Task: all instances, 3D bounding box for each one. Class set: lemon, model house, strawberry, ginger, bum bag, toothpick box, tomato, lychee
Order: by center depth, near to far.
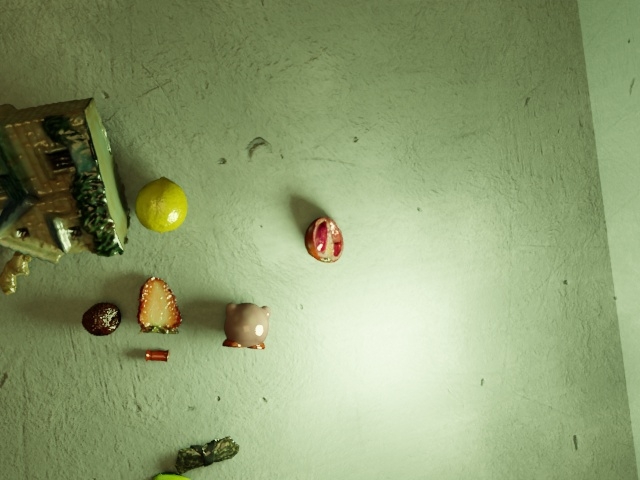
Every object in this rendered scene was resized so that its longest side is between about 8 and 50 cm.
[{"bbox_3d":[-0.840,-0.173,1.449,0.399,0.395,0.446,-11,122,-11],"label":"model house"},{"bbox_3d":[-1.028,0.059,1.645,0.089,0.075,0.288,33,89,13],"label":"ginger"},{"bbox_3d":[-0.778,0.279,1.679,0.128,0.123,0.124,7,90,-3],"label":"lychee"},{"bbox_3d":[-0.563,-0.126,1.682,0.178,0.178,0.203,3,95,-12],"label":"lemon"},{"bbox_3d":[-0.592,0.249,1.744,0.167,0.087,0.208,14,62,-31],"label":"strawberry"},{"bbox_3d":[-0.602,0.425,1.753,0.083,0.047,0.047,5,90,-11],"label":"toothpick box"},{"bbox_3d":[-0.427,0.802,1.784,0.247,0.069,0.102,-16,130,-12],"label":"bum bag"},{"bbox_3d":[0.000,0.000,1.846,0.189,0.099,0.174,20,68,-50],"label":"tomato"}]

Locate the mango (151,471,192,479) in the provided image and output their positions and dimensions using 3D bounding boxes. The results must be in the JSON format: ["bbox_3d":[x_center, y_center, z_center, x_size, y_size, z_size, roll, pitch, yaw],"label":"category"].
[{"bbox_3d":[-0.548,0.915,1.760,0.164,0.074,0.091,15,90,-11],"label":"mango"}]

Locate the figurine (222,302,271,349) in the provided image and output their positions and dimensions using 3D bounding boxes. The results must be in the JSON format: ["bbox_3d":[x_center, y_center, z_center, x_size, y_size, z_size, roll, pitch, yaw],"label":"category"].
[{"bbox_3d":[-0.274,0.314,1.757,0.173,0.173,0.174,0,91,-12],"label":"figurine"}]

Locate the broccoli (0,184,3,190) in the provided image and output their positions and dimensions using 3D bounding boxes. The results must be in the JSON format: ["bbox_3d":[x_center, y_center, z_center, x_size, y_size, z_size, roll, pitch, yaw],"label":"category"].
[{"bbox_3d":[-1.081,-0.284,1.577,0.197,0.176,0.227,19,73,-9],"label":"broccoli"}]
